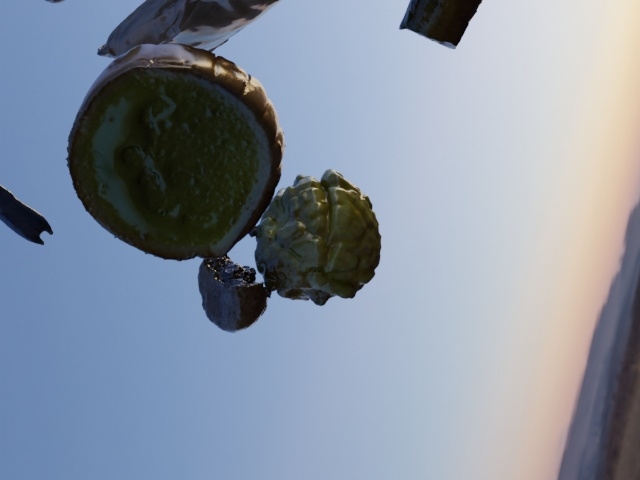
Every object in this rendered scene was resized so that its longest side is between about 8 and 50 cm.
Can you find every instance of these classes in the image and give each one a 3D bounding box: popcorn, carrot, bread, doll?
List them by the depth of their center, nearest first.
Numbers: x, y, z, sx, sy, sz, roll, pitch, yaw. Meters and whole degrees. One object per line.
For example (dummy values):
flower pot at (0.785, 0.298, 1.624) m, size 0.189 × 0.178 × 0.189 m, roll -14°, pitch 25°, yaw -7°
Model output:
bread at (-0.148, -0.087, 1.012) m, size 0.070 × 0.236 × 0.236 m, roll -91°, pitch 2°, yaw -60°
carrot at (0.150, -0.293, 1.082) m, size 0.082 × 0.082 × 0.173 m, roll -51°, pitch -15°, yaw -55°
doll at (-0.365, -0.041, 1.121) m, size 0.037 × 0.125 × 0.027 m, roll -49°, pitch 15°, yaw -3°
bread at (-0.104, 0.067, 1.170) m, size 0.060 × 0.113 × 0.082 m, roll -9°, pitch -60°, yaw -35°
popcorn at (-0.009, -0.002, 1.181) m, size 0.142 × 0.173 × 0.173 m, roll -11°, pitch -65°, yaw -42°

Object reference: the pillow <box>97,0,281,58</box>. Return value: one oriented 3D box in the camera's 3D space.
pillow at (-0.127, -0.285, 1.147) m, size 0.173 × 0.270 × 0.067 m, roll -11°, pitch -102°, yaw -47°

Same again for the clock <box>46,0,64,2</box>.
clock at (-0.300, -0.389, 1.199) m, size 0.080 × 0.117 × 0.176 m, roll -45°, pitch -50°, yaw -66°
